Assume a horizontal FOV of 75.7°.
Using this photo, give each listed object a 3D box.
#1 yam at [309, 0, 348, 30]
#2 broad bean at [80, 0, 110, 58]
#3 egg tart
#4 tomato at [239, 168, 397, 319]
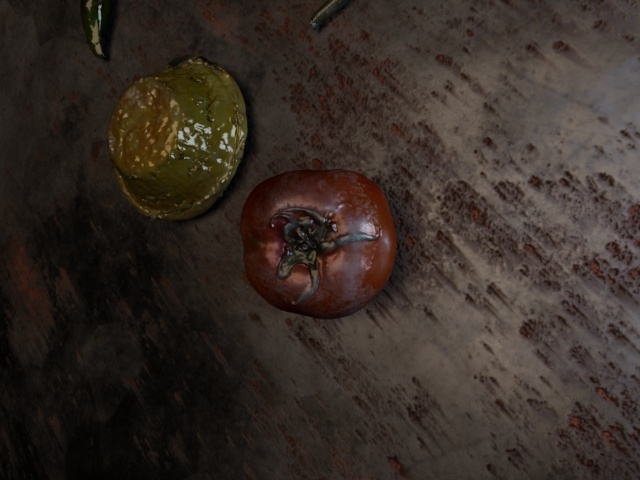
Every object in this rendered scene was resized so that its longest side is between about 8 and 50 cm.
[{"bbox_3d":[0.030,-0.410,0.691,0.129,0.027,0.033,-35,113,19],"label":"yam"},{"bbox_3d":[-0.517,-0.592,0.950,0.077,0.061,0.338,-4,86,34],"label":"broad bean"},{"bbox_3d":[-0.297,-0.202,0.790,0.342,0.132,0.340,-1,87,25],"label":"egg tart"},{"bbox_3d":[0.000,0.004,0.606,0.232,0.188,0.231,2,99,14],"label":"tomato"}]
